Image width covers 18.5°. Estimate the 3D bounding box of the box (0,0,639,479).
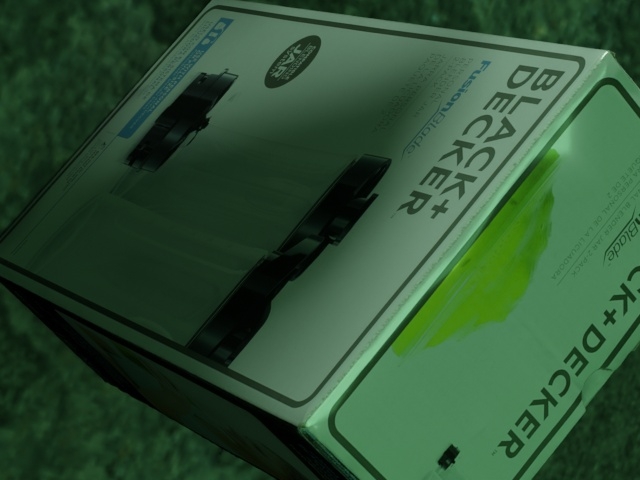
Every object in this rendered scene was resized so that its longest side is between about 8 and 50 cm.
[{"bbox_3d":[0.000,0.000,0.763,0.169,0.290,0.087,-49,119,-12],"label":"box"}]
